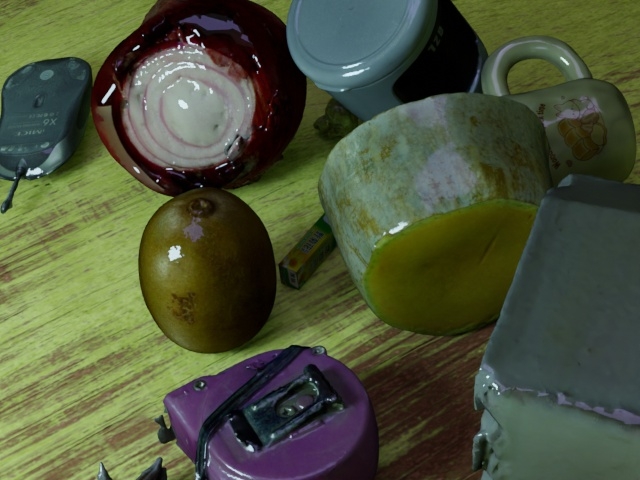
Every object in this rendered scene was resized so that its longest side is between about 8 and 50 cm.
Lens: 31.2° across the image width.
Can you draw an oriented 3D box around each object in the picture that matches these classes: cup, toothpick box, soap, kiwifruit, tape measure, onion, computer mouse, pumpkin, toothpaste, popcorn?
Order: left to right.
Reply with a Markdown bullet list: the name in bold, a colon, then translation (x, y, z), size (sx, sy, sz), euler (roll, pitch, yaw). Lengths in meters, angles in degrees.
- **computer mouse**: translation (-0.481, -0.175, 1.962), size (0.167, 0.090, 0.379), euler (-2, 49, 14)
- **kiwifruit**: translation (-0.155, 0.038, 1.570), size (0.196, 0.234, 0.196), euler (-3, 47, 3)
- **onion**: translation (-0.176, -0.231, 1.818), size (0.341, 0.341, 0.341), euler (-5, 43, 4)
- **tape measure**: translation (-0.053, 0.243, 1.394), size (0.245, 0.149, 0.231), euler (-27, 44, -20)
- **toothpaste**: translation (0.000, 0.000, 1.725), size (0.037, 0.043, 0.178), euler (20, 50, 27)
- **popcorn**: translation (0.028, -0.208, 1.935), size (0.083, 0.068, 0.059), euler (-15, 2, 32)
- **toothpick box**: translation (0.118, -0.288, 1.807), size (0.263, 0.354, 0.263), euler (-11, 67, 27)
- **pumpkin**: translation (0.171, -0.016, 1.535), size (0.332, 0.332, 0.199), euler (-11, 57, -3)
- **cup**: translation (0.350, -0.177, 1.760), size (0.202, 0.173, 0.255), euler (-12, 47, -2)
- **soap**: translation (0.324, 0.142, 1.302), size (0.212, 0.350, 0.435), euler (9, 43, 19)

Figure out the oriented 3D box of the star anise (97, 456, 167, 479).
- **star anise**: translation (-0.231, 0.350, 1.373), size (0.180, 0.061, 0.205), euler (7, 46, 7)
